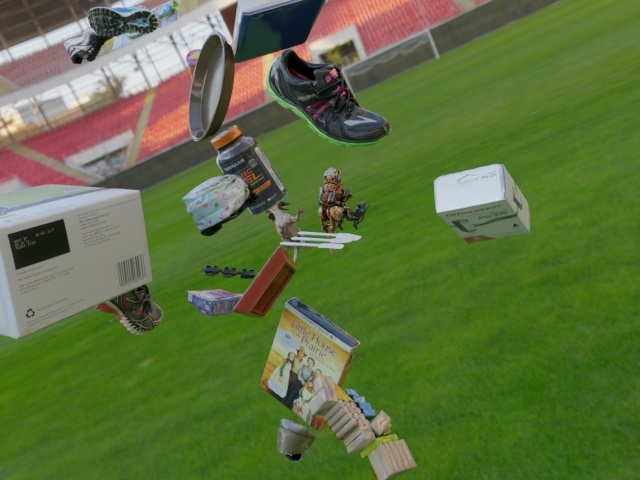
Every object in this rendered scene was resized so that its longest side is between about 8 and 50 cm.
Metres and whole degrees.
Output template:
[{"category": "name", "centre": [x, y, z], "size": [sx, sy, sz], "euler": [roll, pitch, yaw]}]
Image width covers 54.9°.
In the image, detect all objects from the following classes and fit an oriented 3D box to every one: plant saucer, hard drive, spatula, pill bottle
[{"category": "plant saucer", "centre": [-0.274, -0.383, 1.551], "size": [0.041, 0.277, 0.278], "euler": [7, -3, -27]}, {"category": "hard drive", "centre": [-0.107, -0.527, 1.499], "size": [0.210, 0.040, 0.319], "euler": [-20, 1, -12]}, {"category": "spatula", "centre": [0.000, 0.000, 2.083], "size": [0.242, 0.019, 0.168], "euler": [2, 20, 29]}, {"category": "pill bottle", "centre": [-0.210, -0.205, 1.764], "size": [0.131, 0.245, 0.130], "euler": [-30, 19, 11]}, {"category": "plant saucer", "centre": [-0.173, 0.157, 2.082], "size": [0.259, 0.048, 0.258], "euler": [-54, -13, -5]}]

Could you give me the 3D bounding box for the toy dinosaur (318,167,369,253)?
[{"category": "toy dinosaur", "centre": [0.053, -0.118, 2.447], "size": [0.164, 0.321, 0.218], "euler": [26, 11, 35]}]

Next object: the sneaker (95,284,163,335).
[{"category": "sneaker", "centre": [-0.493, 0.163, 1.635], "size": [0.112, 0.120, 0.299], "euler": [-23, -27, 3]}]

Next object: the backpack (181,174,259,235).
[{"category": "backpack", "centre": [-0.246, -0.087, 1.451], "size": [0.152, 0.115, 0.182], "euler": [-33, 10, 19]}]

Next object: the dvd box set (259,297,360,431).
[{"category": "dvd box set", "centre": [-0.050, 0.458, 2.259], "size": [0.308, 0.420, 0.062], "euler": [33, 32, 23]}]

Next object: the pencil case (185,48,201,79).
[{"category": "pencil case", "centre": [-0.405, -0.564, 2.190], "size": [0.105, 0.236, 0.104], "euler": [-3, 52, 4]}]

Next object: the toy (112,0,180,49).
[{"category": "toy", "centre": [-0.550, -0.691, 1.914], "size": [0.237, 0.056, 0.136], "euler": [-16, 50, 13]}]

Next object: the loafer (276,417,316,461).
[{"category": "loafer", "centre": [-0.075, 0.518, 1.586], "size": [0.095, 0.251, 0.087], "euler": [18, 70, 16]}]

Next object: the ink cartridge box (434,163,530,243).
[{"category": "ink cartridge box", "centre": [0.372, -0.078, 1.406], "size": [0.159, 0.092, 0.218], "euler": [-11, -26, 29]}]

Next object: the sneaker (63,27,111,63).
[{"category": "sneaker", "centre": [-0.679, -0.574, 1.832], "size": [0.178, 0.077, 0.072], "euler": [-12, 3, 32]}]

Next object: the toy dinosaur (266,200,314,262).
[{"category": "toy dinosaur", "centre": [-0.132, -0.049, 2.446], "size": [0.127, 0.295, 0.200], "euler": [-26, 22, -17]}]

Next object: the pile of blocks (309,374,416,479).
[{"category": "pile of blocks", "centre": [0.106, 0.538, 1.759], "size": [0.149, 0.362, 0.112], "euler": [-25, -22, -53]}]

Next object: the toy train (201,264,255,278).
[{"category": "toy train", "centre": [-0.273, 0.096, 1.830], "size": [0.159, 0.027, 0.036], "euler": [6, -29, -9]}]

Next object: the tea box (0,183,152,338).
[{"category": "tea box", "centre": [-0.595, 0.020, 1.287], "size": [0.324, 0.219, 0.329], "euler": [8, 20, 33]}]

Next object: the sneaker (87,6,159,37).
[{"category": "sneaker", "centre": [-0.441, -0.495, 1.391], "size": [0.162, 0.063, 0.073], "euler": [3, 29, -2]}]

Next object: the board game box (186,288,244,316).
[{"category": "board game box", "centre": [-0.371, 0.228, 2.306], "size": [0.194, 0.060, 0.194], "euler": [0, 7, -39]}]

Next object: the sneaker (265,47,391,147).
[{"category": "sneaker", "centre": [0.027, -0.485, 2.107], "size": [0.185, 0.483, 0.202], "euler": [-56, -5, -38]}]
